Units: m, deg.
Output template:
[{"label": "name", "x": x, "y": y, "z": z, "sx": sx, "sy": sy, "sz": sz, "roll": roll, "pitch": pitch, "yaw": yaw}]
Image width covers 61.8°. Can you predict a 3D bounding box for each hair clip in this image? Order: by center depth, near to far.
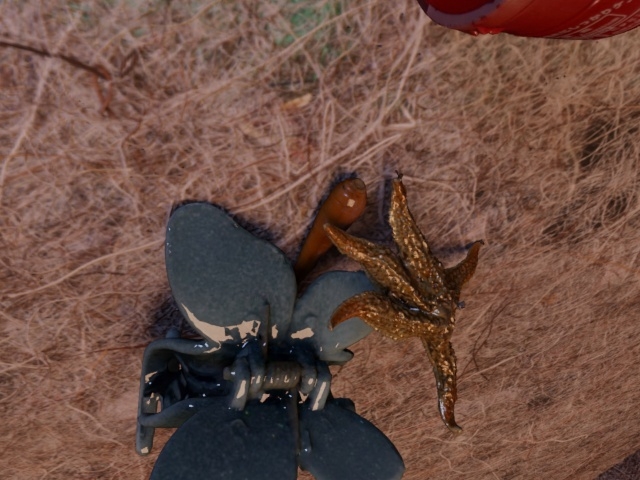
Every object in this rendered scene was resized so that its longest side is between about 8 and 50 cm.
[{"label": "hair clip", "x": -0.079, "y": 0.188, "z": 0.717, "sx": 0.318, "sy": 0.392, "sz": 0.238, "roll": 7, "pitch": 157, "yaw": -24}]

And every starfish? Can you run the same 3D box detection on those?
[{"label": "starfish", "x": 0.126, "y": 0.049, "z": 0.690, "sx": 0.293, "sy": 0.301, "sz": 0.084, "roll": 40, "pitch": 149, "yaw": -30}]

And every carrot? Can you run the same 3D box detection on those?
[{"label": "carrot", "x": 0.000, "y": 0.000, "z": 0.723, "sx": 0.048, "sy": 0.048, "sz": 0.216, "roll": 9, "pitch": 134, "yaw": -28}]

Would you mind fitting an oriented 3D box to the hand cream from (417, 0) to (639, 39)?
[{"label": "hand cream", "x": 0.173, "y": -0.262, "z": 0.385, "sx": 0.149, "sy": 0.230, "sz": 0.230, "roll": 0, "pitch": 134, "yaw": -19}]
